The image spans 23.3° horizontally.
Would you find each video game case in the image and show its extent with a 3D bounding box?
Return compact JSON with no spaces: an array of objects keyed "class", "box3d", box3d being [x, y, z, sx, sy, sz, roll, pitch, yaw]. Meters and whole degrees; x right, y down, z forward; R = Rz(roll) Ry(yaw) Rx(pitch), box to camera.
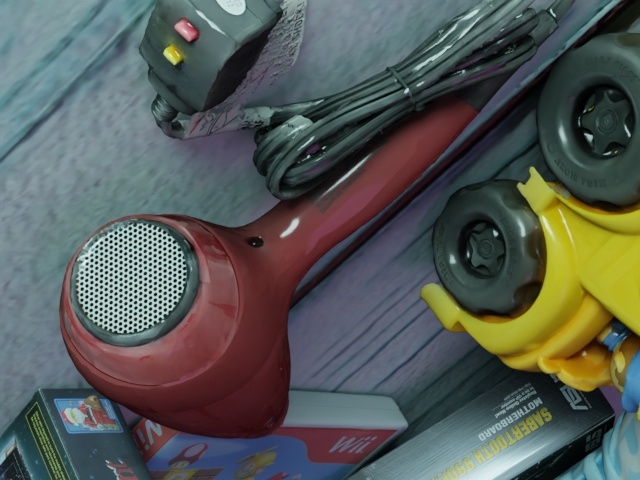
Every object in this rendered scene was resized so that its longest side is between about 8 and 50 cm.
[{"class":"video game case","box3d":[-0.103,0.181,0.893,0.285,0.025,0.204,-44,151,22]}]

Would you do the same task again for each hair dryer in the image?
[{"class":"hair dryer","box3d":[0.000,0.000,0.634,0.223,0.080,0.293,-13,148,-36]}]

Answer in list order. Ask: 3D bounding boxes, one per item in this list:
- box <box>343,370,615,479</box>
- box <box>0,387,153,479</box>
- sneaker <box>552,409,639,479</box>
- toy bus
[{"class":"box","box3d":[0.098,0.162,1.012,0.183,0.056,0.231,-32,160,-4]},{"class":"box","box3d":[-0.107,0.205,0.692,0.044,0.233,0.159,7,134,-47]},{"class":"sneaker","box3d":[0.195,0.124,0.861,0.366,0.135,0.150,-34,128,21]},{"class":"toy bus","box3d":[0.183,0.022,0.727,0.149,0.211,0.220,-7,145,-44]}]
